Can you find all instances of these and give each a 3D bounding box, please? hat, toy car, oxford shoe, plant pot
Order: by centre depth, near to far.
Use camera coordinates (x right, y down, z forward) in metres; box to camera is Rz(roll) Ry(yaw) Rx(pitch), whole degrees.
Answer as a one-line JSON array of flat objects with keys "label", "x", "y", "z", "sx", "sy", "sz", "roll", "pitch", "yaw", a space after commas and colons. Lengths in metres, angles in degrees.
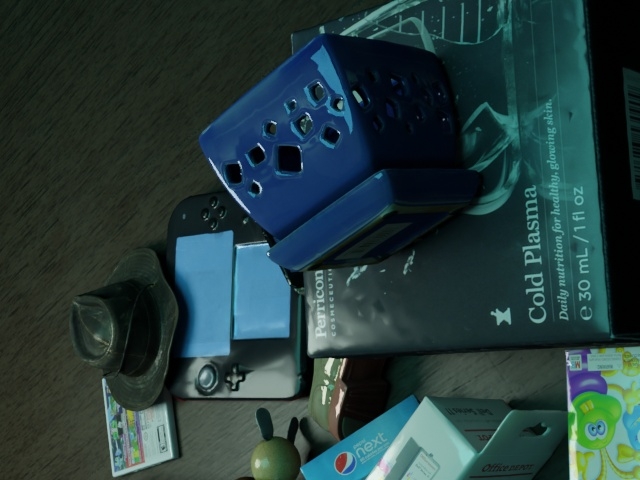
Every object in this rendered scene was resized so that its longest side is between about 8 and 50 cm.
[{"label": "plant pot", "x": 0.035, "y": -0.092, "z": 1.337, "sx": 0.236, "sy": 0.236, "sz": 0.212, "roll": -34, "pitch": 72, "yaw": 35}, {"label": "oxford shoe", "x": 0.049, "y": 0.144, "z": 1.770, "sx": 0.130, "sy": 0.123, "sz": 0.348, "roll": 20, "pitch": 95, "yaw": 48}, {"label": "toy car", "x": -0.089, "y": 0.378, "z": 1.836, "sx": 0.149, "sy": 0.155, "sz": 0.188, "roll": -6, "pitch": 69, "yaw": 41}, {"label": "hat", "x": -0.401, "y": 0.164, "z": 2.112, "sx": 0.331, "sy": 0.134, "sz": 0.331, "roll": -14, "pitch": 73, "yaw": 54}]

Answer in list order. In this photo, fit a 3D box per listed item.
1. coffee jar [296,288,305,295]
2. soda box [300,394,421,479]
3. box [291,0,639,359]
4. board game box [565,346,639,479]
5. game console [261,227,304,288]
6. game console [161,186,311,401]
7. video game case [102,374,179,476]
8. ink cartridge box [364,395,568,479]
[{"label": "coffee jar", "x": 0.000, "y": 0.000, "z": 1.854, "sx": 0.079, "sy": 0.096, "sz": 0.184, "roll": -15, "pitch": 73, "yaw": 33}, {"label": "soda box", "x": 0.080, "y": 0.327, "z": 1.687, "sx": 0.210, "sy": 0.067, "sz": 0.071, "roll": -33, "pitch": 57, "yaw": 3}, {"label": "box", "x": 0.234, "y": -0.088, "z": 1.507, "sx": 0.472, "sy": 0.297, "sz": 0.479, "roll": -9, "pitch": 81, "yaw": 42}, {"label": "board game box", "x": 0.410, "y": 0.277, "z": 1.403, "sx": 0.142, "sy": 0.144, "sz": 0.275, "roll": -8, "pitch": 77, "yaw": 40}, {"label": "game console", "x": -0.017, "y": 0.006, "z": 1.768, "sx": 0.071, "sy": 0.107, "sz": 0.122, "roll": -47, "pitch": 60, "yaw": 39}, {"label": "game console", "x": -0.153, "y": 0.096, "z": 2.000, "sx": 0.342, "sy": 0.060, "sz": 0.386, "roll": -7, "pitch": 78, "yaw": 41}, {"label": "video game case", "x": -0.353, "y": 0.344, "z": 2.158, "sx": 0.183, "sy": 0.023, "sz": 0.201, "roll": -24, "pitch": 68, "yaw": 37}, {"label": "ink cartridge box", "x": 0.182, "y": 0.334, "z": 1.553, "sx": 0.119, "sy": 0.207, "sz": 0.353, "roll": 47, "pitch": 112, "yaw": 35}]
